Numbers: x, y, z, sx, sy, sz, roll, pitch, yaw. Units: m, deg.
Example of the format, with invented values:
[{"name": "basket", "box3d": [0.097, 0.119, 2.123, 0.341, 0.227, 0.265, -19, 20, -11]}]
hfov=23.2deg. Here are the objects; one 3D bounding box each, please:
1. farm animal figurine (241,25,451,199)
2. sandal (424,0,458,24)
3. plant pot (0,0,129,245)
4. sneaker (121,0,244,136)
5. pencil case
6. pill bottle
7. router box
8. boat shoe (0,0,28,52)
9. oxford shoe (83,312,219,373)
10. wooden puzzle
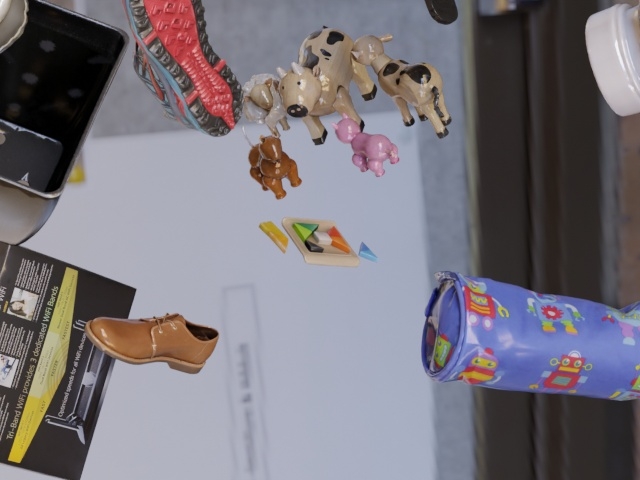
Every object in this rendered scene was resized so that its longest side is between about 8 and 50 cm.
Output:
[{"name": "farm animal figurine", "box3d": [0.018, -0.229, 2.370, 0.326, 0.330, 0.172, -96, -19, -57]}, {"name": "sandal", "box3d": [0.153, -0.380, 2.128, 0.040, 0.067, 0.179, -37, 67, 45]}, {"name": "plant pot", "box3d": [-0.297, -0.104, 1.394, 0.167, 0.187, 0.188, 118, 171, -59]}, {"name": "sneaker", "box3d": [-0.200, -0.236, 1.914, 0.125, 0.104, 0.262, 11, 136, 42]}, {"name": "pencil case", "box3d": [0.256, 0.110, 1.760, 0.133, 0.306, 0.119, -108, 33, -49]}, {"name": "pill bottle", "box3d": [0.410, -0.214, 1.546, 0.272, 0.152, 0.152, -17, 78, 28]}, {"name": "router box", "box3d": [-0.422, 0.178, 2.279, 0.081, 0.243, 0.308, 6, 76, 45]}, {"name": "boat shoe", "box3d": [-0.300, -0.110, 0.943, 0.091, 0.305, 0.109, 40, -138, -59]}, {"name": "oxford shoe", "box3d": [-0.226, 0.124, 2.111, 0.076, 0.212, 0.076, -51, 51, 24]}, {"name": "wooden puzzle", "box3d": [0.000, 0.000, 1.623, 0.078, 0.116, 0.014, 53, 131, 40]}]
